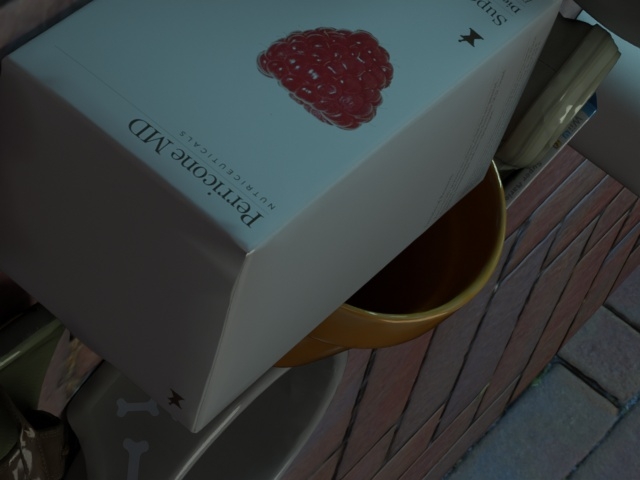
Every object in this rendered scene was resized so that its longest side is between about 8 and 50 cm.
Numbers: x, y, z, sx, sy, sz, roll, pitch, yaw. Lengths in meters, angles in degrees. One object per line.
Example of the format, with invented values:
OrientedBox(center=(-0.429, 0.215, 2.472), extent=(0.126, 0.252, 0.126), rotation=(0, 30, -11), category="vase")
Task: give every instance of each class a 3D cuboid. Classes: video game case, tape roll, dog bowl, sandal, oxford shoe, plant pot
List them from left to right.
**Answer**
OrientedBox(center=(-0.209, 0.145, 1.143), extent=(0.120, 0.086, 0.302), rotation=(-39, 160, -39), category="sandal")
OrientedBox(center=(-0.109, 0.171, 1.462), extent=(0.349, 0.102, 0.349), rotation=(-47, 164, -18), category="dog bowl")
OrientedBox(center=(0.000, 0.000, 1.247), extent=(0.205, 0.205, 0.188), rotation=(-40, 176, -35), category="plant pot")
OrientedBox(center=(0.138, -0.125, 1.476), extent=(0.169, 0.130, 0.449), rotation=(-54, 180, -6), category="oxford shoe")
OrientedBox(center=(0.176, -0.062, 1.492), extent=(0.166, 0.015, 0.119), rotation=(-49, -179, 15), category="video game case")
OrientedBox(center=(0.369, -0.182, 1.896), extent=(0.246, 0.169, 0.246), rotation=(-46, 163, -18), category="tape roll")

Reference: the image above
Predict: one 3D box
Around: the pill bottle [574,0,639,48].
OrientedBox(center=(0.357, -0.353, 1.363), extent=(0.407, 0.229, 0.229), rotation=(-48, 164, -15), category="pill bottle")

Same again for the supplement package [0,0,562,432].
OrientedBox(center=(-0.028, -0.067, 1.011), extent=(0.293, 0.177, 0.175), rotation=(-41, 162, -36), category="supplement package")
